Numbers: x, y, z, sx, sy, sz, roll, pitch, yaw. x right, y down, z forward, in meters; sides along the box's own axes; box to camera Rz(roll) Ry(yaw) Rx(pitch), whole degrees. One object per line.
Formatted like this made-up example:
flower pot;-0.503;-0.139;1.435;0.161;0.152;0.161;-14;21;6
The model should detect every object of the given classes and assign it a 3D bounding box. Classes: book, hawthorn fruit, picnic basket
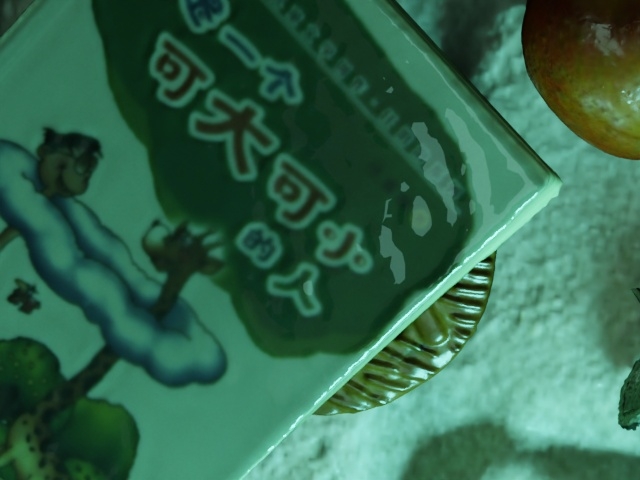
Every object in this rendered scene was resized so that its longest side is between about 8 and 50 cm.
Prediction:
book;-0.094;0.002;1.007;0.371;0.043;0.260;-45;82;16
hawthorn fruit;0.156;-0.100;0.946;0.125;0.140;0.125;-1;67;2
picnic basket;0.184;0.067;0.986;0.083;0.065;0.083;-26;110;16

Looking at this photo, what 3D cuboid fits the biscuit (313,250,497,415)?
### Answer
biscuit;0.000;0.000;1.023;0.187;0.027;0.188;1;98;10
